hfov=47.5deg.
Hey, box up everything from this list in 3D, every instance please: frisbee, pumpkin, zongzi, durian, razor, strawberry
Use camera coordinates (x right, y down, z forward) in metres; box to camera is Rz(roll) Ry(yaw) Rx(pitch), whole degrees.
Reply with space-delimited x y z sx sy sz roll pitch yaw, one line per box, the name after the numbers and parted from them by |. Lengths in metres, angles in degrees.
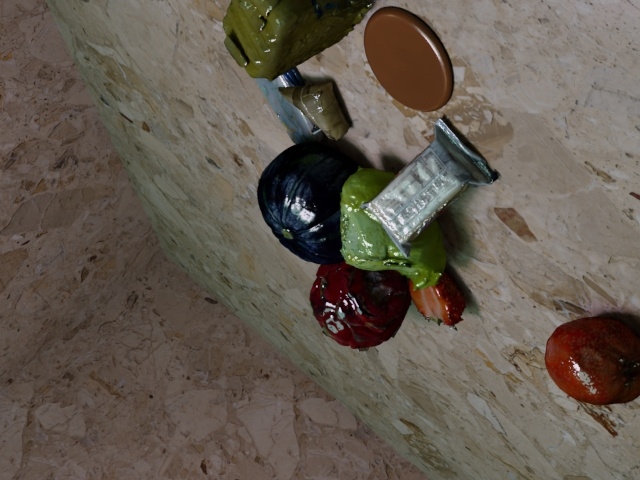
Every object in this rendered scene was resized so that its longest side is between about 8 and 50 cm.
0.185 -0.385 1.573 0.250 0.021 0.251 38 154 22 | frisbee
-0.007 -0.102 2.061 0.363 0.266 0.363 36 152 22 | pumpkin
-0.019 -0.338 1.919 0.176 0.078 0.160 4 130 41 | zongzi
0.180 -0.030 1.855 0.204 0.255 0.340 177 85 -76 | durian
-0.056 -0.408 1.952 0.082 0.042 0.253 -30 102 24 | razor
0.319 0.134 2.048 0.228 0.098 0.174 59 155 -14 | strawberry

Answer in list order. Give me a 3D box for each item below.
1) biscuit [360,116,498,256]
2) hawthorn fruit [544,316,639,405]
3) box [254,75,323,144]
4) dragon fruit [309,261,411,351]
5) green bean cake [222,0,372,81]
0.239 -0.110 1.675 0.186 0.079 0.309 47 119 7 | biscuit
0.597 0.261 1.616 0.205 0.205 0.253 56 166 -15 | hawthorn fruit
-0.099 -0.396 2.053 0.142 0.044 0.285 3 130 55 | box
0.120 0.172 2.196 0.329 0.329 0.329 40 156 22 | dragon fruit
-0.044 -0.498 1.458 0.202 0.309 0.285 57 154 2 | green bean cake
